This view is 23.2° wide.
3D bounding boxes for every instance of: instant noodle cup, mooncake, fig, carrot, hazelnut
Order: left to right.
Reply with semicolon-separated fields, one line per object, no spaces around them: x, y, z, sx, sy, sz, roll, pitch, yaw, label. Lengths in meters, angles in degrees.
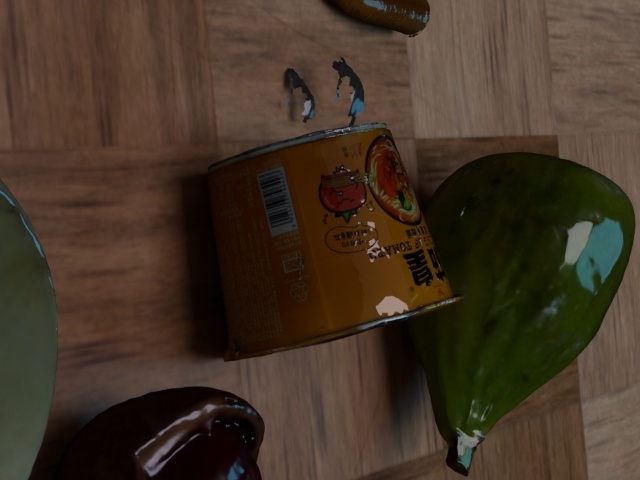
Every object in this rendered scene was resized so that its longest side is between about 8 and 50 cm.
-0.122;0.212;1.185;0.170;0.160;0.201;23;62;-53;hazelnut
-0.085;-0.202;1.382;0.347;0.057;0.150;12;89;-47;mooncake
0.000;0.000;1.353;0.216;0.216;0.172;-13;88;-54;instant noodle cup
0.055;-0.237;1.579;0.139;0.048;0.048;3;84;-52;carrot
0.181;0.048;1.574;0.314;0.233;0.233;-50;126;-39;fig

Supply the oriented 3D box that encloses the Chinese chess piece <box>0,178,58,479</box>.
-0.311;0.081;0.877;0.349;0.146;0.349;-26;125;-46;Chinese chess piece
